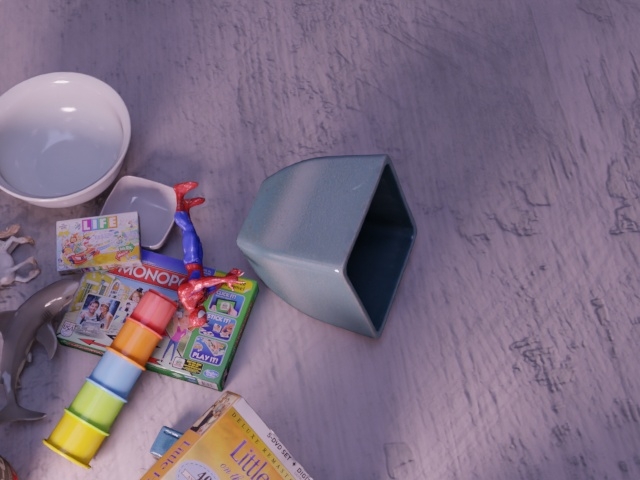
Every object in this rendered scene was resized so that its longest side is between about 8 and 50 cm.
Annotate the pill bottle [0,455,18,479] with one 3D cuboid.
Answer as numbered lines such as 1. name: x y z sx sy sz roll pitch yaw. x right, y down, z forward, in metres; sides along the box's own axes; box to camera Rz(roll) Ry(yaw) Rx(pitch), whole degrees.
1. pill bottle: -0.588 0.373 1.528 0.161 0.283 0.161 0 62 0

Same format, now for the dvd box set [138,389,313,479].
1. dvd box set: -0.187 0.485 1.489 0.420 0.062 0.308 -44 112 -21

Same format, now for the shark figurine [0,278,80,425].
1. shark figurine: -0.544 0.185 1.718 0.166 0.116 0.278 6 72 36

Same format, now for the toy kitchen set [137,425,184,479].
1. toy kitchen set: -0.257 0.400 1.577 0.122 0.166 0.207 20 64 12

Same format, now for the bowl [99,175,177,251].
1. bowl: -0.346 -0.045 1.884 0.142 0.053 0.142 16 62 9

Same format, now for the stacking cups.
1. stacking cups: -0.348 0.235 1.681 0.096 0.096 0.316 29 75 15

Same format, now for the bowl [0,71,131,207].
1. bowl: -0.507 -0.174 1.910 0.297 0.134 0.298 0 62 0

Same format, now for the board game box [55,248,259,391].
1. board game box: -0.297 0.133 1.792 0.317 0.046 0.214 14 63 8

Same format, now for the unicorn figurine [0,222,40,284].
1. unicorn figurine: -0.593 0.047 1.841 0.111 0.060 0.162 -17 47 -8

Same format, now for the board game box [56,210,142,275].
1. board game box: -0.413 0.006 1.815 0.154 0.026 0.103 -8 65 -2

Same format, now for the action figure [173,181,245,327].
1. action figure: -0.196 0.025 1.770 0.139 0.091 0.280 -7 61 6

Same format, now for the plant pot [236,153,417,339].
1. plant pot: 0.000 0.000 1.759 0.252 0.248 0.247 8 60 25
